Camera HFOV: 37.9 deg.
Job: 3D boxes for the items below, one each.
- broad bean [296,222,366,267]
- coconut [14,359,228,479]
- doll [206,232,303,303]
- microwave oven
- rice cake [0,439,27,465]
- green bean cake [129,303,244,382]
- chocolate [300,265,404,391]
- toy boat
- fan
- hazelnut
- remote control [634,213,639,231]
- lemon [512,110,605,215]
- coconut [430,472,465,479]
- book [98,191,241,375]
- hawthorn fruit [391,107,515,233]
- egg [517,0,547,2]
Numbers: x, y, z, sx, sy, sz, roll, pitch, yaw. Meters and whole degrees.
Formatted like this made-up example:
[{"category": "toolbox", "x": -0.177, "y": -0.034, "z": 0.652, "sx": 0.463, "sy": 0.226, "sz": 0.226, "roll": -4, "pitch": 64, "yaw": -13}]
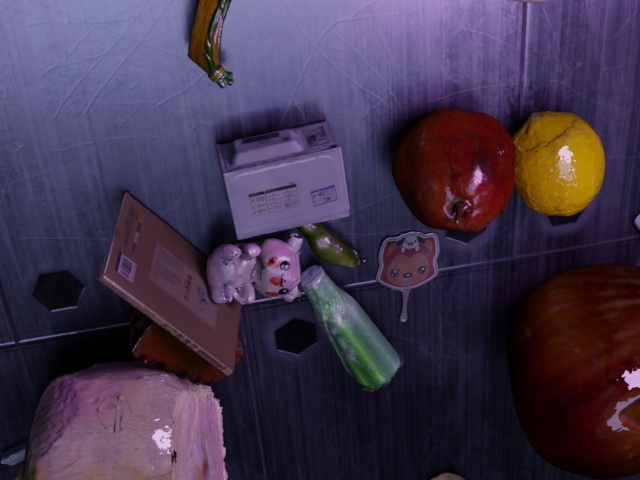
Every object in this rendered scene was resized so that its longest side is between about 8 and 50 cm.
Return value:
[{"category": "broad bean", "x": 0.000, "y": 0.000, "z": 1.767, "sx": 0.213, "sy": 0.048, "sz": 0.070, "roll": 30, "pitch": 123, "yaw": -21}, {"category": "coconut", "x": -0.387, "y": 0.420, "z": 1.745, "sx": 0.404, "sy": 0.404, "sz": 0.405, "roll": -6, "pitch": 123, "yaw": -9}, {"category": "doll", "x": -0.115, "y": 0.054, "z": 1.726, "sx": 0.192, "sy": 0.095, "sz": 0.149, "roll": 1, "pitch": 116, "yaw": -15}, {"category": "microwave oven", "x": -0.066, "y": -0.110, "z": 1.639, "sx": 0.208, "sy": 0.122, "sz": 0.162, "roll": -13, "pitch": 123, "yaw": -5}, {"category": "rice cake", "x": -0.575, "y": 0.415, "z": 1.906, "sx": 0.170, "sy": 0.033, "sz": 0.029, "roll": -25, "pitch": 123, "yaw": 3}, {"category": "green bean cake", "x": -0.251, "y": 0.172, "z": 1.733, "sx": 0.097, "sy": 0.198, "sz": 0.232, "roll": -41, "pitch": 125, "yaw": 16}, {"category": "chocolate", "x": 0.051, "y": 0.169, "z": 1.859, "sx": 0.110, "sy": 0.110, "sz": 0.291, "roll": -31, "pitch": 120, "yaw": 7}, {"category": "toy boat", "x": -0.152, "y": -0.357, "z": 1.485, "sx": 0.088, "sy": 0.089, "sz": 0.229, "roll": 16, "pitch": 114, "yaw": -5}, {"category": "fan", "x": 0.174, "y": 0.076, "z": 1.878, "sx": 0.132, "sy": 0.009, "sz": 0.220, "roll": -4, "pitch": 122, "yaw": -10}, {"category": "hazelnut", "x": 0.563, "y": 0.261, "z": 1.829, "sx": 0.402, "sy": 0.429, "sz": 0.402, "roll": 3, "pitch": 121, "yaw": 6}, {"category": "remote control", "x": 0.791, "y": 0.027, "z": 1.962, "sx": 0.145, "sy": 0.050, "sz": 0.344, "roll": -37, "pitch": 121, "yaw": 11}, {"category": "lemon", "x": 0.429, "y": -0.138, "z": 1.702, "sx": 0.180, "sy": 0.180, "sz": 0.193, "roll": 1, "pitch": 105, "yaw": -13}, {"category": "coconut", "x": 0.305, "y": 0.616, "z": 2.177, "sx": 0.116, "sy": 0.122, "sz": 0.116, "roll": -5, "pitch": 122, "yaw": -8}, {"category": "book", "x": -0.255, "y": 0.078, "z": 1.662, "sx": 0.021, "sy": 0.217, "sz": 0.310, "roll": -30, "pitch": 125, "yaw": 26}, {"category": "hawthorn fruit", "x": 0.241, "y": -0.106, "z": 1.631, "sx": 0.224, "sy": 0.261, "sz": 0.224, "roll": -2, "pitch": 122, "yaw": -3}, {"category": "egg", "x": 0.364, "y": -0.504, "z": 1.447, "sx": 0.337, "sy": 0.201, "sz": 0.337, "roll": -5, "pitch": 124, "yaw": -8}]
